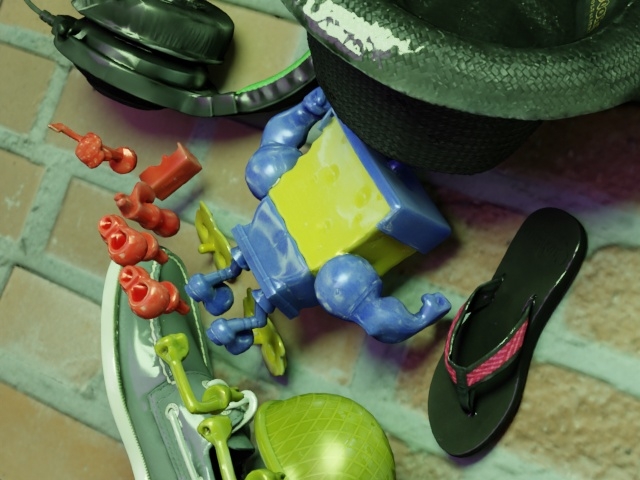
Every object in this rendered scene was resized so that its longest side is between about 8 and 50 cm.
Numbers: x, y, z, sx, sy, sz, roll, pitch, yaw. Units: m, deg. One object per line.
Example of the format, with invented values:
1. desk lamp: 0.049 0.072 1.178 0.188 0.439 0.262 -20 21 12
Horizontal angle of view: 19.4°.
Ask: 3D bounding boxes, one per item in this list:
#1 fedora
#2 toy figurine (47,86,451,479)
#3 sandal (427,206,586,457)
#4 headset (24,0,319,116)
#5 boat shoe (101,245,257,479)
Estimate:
1. fedora: 0.080 -0.159 1.223 0.334 0.334 0.152 56 144 32
2. toy figurine: 0.000 0.000 1.251 0.217 0.191 0.362 -39 52 12
3. sandal: 0.114 0.057 1.241 0.067 0.040 0.179 29 96 37
4. headset: -0.150 -0.209 1.387 0.394 0.185 0.243 -2 94 21
5. boat shoe: -0.077 0.146 1.322 0.099 0.116 0.319 -18 71 21
